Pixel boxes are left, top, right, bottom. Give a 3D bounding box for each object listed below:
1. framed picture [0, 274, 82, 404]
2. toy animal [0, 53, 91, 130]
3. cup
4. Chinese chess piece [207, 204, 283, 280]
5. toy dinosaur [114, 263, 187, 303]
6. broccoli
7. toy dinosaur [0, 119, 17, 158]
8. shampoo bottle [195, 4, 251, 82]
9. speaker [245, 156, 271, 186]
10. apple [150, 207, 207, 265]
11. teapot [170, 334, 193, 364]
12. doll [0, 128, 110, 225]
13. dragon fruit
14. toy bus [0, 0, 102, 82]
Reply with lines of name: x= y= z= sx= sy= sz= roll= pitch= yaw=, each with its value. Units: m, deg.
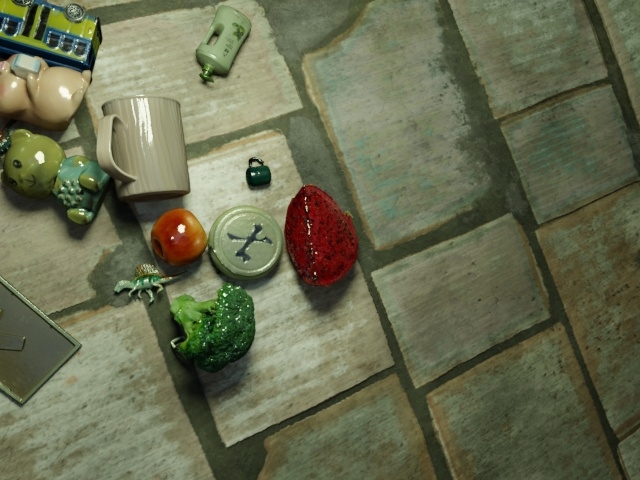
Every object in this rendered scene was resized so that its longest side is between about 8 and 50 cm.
framed picture: x=-0.830 y=0.266 z=1.384 sx=0.289 sy=0.020 sz=0.211 roll=45 pitch=74 yaw=-10
toy animal: x=-0.762 y=-0.389 z=1.366 sx=0.256 sy=0.213 sz=0.195 roll=18 pitch=57 yaw=-21
cup: x=-0.476 y=-0.253 z=1.414 sx=0.208 sy=0.288 sz=0.273 roll=-8 pitch=90 yaw=-10
Chinese chess piece: x=-0.227 y=0.010 z=1.566 sx=0.237 sy=0.092 sz=0.238 roll=1 pitch=85 yaw=-17
toy dinosaur: x=-0.493 y=0.111 z=1.500 sx=0.187 sy=0.044 sz=0.106 roll=-41 pitch=82 yaw=-16
broccoli: x=-0.303 y=0.236 z=1.468 sx=0.269 sy=0.269 sz=0.254 roll=40 pitch=65 yaw=-11
toy dinosaur: x=-0.867 y=-0.272 z=1.408 sx=0.055 sy=0.049 sz=0.154 roll=25 pitch=70 yaw=-24
shampoo bottle: x=-0.311 y=-0.597 z=1.599 sx=0.118 sy=0.087 sz=0.234 roll=27 pitch=77 yaw=-16
speaker: x=-0.196 y=-0.218 z=1.613 sx=0.075 sy=0.060 sz=0.094 roll=-12 pitch=88 yaw=-20
apple: x=-0.407 y=-0.007 z=1.475 sx=0.139 sy=0.163 sz=0.163 roll=-36 pitch=96 yaw=-25
teapot: x=-0.392 y=0.313 z=1.505 sx=0.088 sy=0.066 sz=0.057 roll=39 pitch=53 yaw=12
doll: x=-0.710 y=-0.175 z=1.389 sx=0.260 sy=0.161 sz=0.177 roll=22 pitch=118 yaw=-15
dragon fruit: x=0.000 y=0.000 z=1.625 sx=0.205 sy=0.152 sz=0.317 roll=3 pitch=75 yaw=-38
toy bus: x=-0.767 y=-0.565 z=1.423 sx=0.287 sy=0.138 sz=0.175 roll=12 pitch=80 yaw=-17
